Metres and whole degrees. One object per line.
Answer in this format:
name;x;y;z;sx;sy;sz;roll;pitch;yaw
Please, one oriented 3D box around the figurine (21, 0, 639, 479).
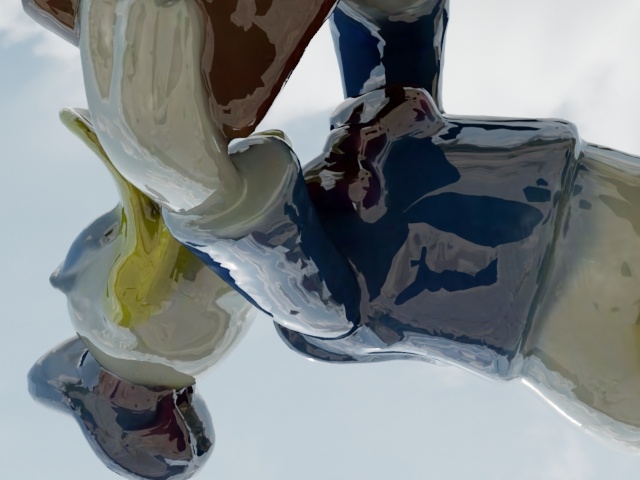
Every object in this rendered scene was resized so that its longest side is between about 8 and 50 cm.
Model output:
figurine;0.000;0.000;0.591;0.283;0.338;0.204;41;-136;-26
